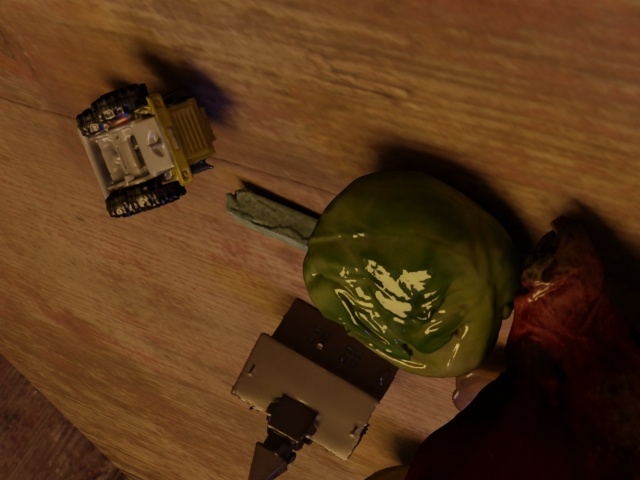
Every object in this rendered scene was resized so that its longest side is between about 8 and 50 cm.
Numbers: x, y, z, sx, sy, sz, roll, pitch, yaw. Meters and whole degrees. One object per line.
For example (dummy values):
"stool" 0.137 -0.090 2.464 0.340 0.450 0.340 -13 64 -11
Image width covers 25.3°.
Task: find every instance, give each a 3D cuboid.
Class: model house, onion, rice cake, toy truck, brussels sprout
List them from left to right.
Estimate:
"toy truck" -0.194 -0.101 1.570 0.286 0.111 0.136 -2 109 70
"model house" -0.034 0.237 1.890 0.181 0.248 0.176 31 159 9
"rice cake" 0.000 0.000 1.609 0.245 0.042 0.045 23 169 22
"brussels sprout" 0.094 0.026 1.390 0.223 0.161 0.223 10 140 9
"onion" 0.250 0.189 1.293 0.398 0.398 0.420 9 122 46

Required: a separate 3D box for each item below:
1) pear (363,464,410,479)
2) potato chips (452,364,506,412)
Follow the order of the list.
"pear" 0.158 0.477 2.108 0.304 0.304 0.304 28 158 12
"potato chips" 0.252 0.201 1.664 0.195 0.062 0.208 49 155 -23
